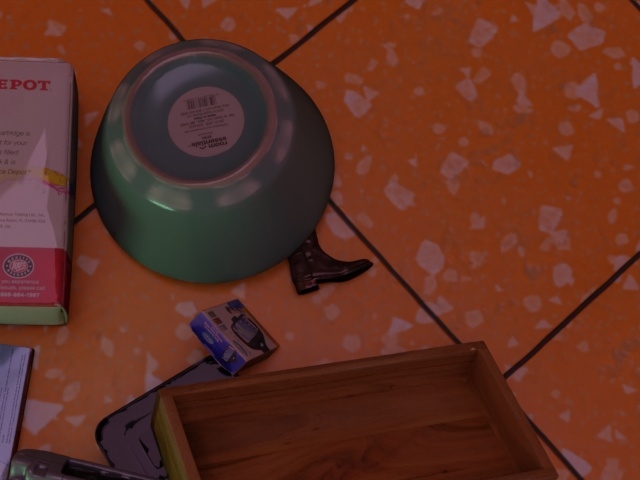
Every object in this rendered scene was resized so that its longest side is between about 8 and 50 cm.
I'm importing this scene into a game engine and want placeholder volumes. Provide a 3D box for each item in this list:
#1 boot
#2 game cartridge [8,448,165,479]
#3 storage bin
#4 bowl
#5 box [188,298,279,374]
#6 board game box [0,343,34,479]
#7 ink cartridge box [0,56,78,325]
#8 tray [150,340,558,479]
[{"bbox_3d":[0.000,0.000,1.663,0.106,0.037,0.114,-17,73,-8],"label":"boot"},{"bbox_3d":[-0.216,0.358,1.494,0.297,0.062,0.198,14,114,0],"label":"game cartridge"},{"bbox_3d":[-0.162,0.230,1.565,0.180,0.084,0.122,-30,79,-11],"label":"storage bin"},{"bbox_3d":[-0.139,-0.119,1.603,0.311,0.163,0.311,-1,71,2],"label":"bowl"},{"bbox_3d":[-0.103,0.114,1.575,0.028,0.136,0.081,-45,82,14],"label":"box"},{"bbox_3d":[-0.435,0.256,1.570,0.145,0.027,0.281,8,75,-3],"label":"board game box"},{"bbox_3d":[-0.410,-0.057,1.599,0.226,0.131,0.306,2,73,-6],"label":"ink cartridge box"},{"bbox_3d":[0.037,0.235,1.484,0.411,0.076,0.203,-7,48,-23],"label":"tray"}]
